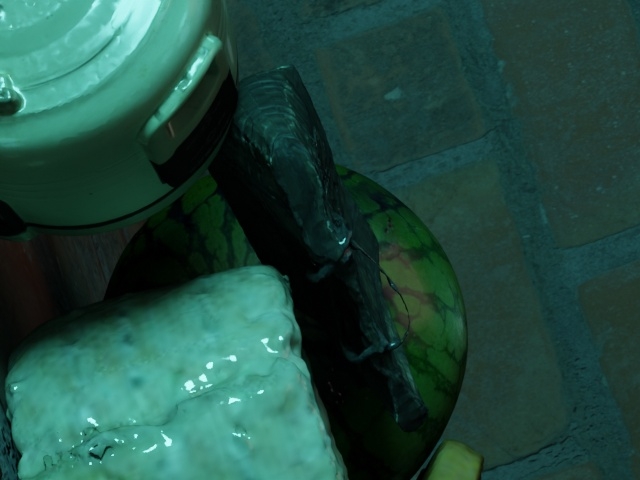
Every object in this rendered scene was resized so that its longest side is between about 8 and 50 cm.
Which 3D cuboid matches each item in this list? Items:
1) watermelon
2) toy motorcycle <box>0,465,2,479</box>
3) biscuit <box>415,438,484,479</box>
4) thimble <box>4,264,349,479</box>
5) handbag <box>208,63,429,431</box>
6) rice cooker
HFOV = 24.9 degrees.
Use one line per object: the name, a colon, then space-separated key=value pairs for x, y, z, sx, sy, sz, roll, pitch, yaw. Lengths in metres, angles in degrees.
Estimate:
watermelon: x=-0.034 y=0.095 z=1.289 sx=0.363 sy=0.363 sz=0.363 roll=161 pitch=-90 yaw=-89
toy motorcycle: x=-0.139 y=0.074 z=0.331 sx=0.239 sy=0.108 sz=0.204 roll=45 pitch=7 yaw=-31
biscuit: x=0.042 y=0.356 z=1.227 sx=0.062 sy=0.385 sz=0.365 roll=27 pitch=-16 yaw=5
thimble: x=-0.074 y=0.161 z=0.953 sx=0.291 sy=0.195 sz=0.291 roll=159 pitch=-90 yaw=-86
handbag: x=0.000 y=0.000 z=0.990 sx=0.270 sy=0.088 sz=0.175 roll=63 pitch=-4 yaw=-38
rice cooker: x=-0.157 y=-0.117 z=0.855 sx=0.244 sy=0.226 sz=0.226 roll=94 pitch=-22 yaw=-77
